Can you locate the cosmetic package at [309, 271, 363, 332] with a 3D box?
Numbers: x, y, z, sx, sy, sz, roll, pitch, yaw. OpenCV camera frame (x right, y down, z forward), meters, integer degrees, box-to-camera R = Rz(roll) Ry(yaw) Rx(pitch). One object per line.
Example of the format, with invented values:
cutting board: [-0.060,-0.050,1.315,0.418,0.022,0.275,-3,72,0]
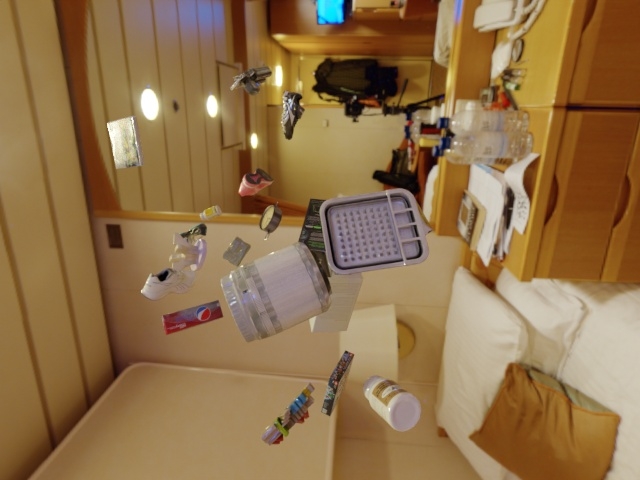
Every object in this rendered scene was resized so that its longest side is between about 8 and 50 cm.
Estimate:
cosmetic package: [0.079,0.337,2.376,0.162,0.230,0.453,-108,24,-50]

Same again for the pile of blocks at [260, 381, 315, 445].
pile of blocks: [-0.125,0.841,1.912,0.362,0.113,0.149,-39,-8,-35]

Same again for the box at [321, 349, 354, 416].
box: [0.071,0.588,1.653,0.159,0.044,0.233,-46,-27,-50]

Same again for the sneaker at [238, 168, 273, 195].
sneaker: [-0.399,-0.343,2.424,0.136,0.116,0.314,-48,-5,25]

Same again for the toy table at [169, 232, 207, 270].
toy table: [-0.784,0.080,2.361,0.274,0.160,0.252,-49,44,45]

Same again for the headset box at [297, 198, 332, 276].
headset box: [0.000,0.000,1.803,0.246,0.131,0.283,76,-156,-58]

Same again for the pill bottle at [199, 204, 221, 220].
pill bottle: [-0.648,-0.159,2.368,0.065,0.116,0.065,-21,-90,-85]

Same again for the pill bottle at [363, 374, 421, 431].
pill bottle: [0.252,0.583,1.472,0.229,0.131,0.131,-172,84,-70]

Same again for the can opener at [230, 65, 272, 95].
can opener: [-0.246,-0.585,1.479,0.093,0.074,0.280,50,-152,-17]

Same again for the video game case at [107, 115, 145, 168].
video game case: [-0.826,-0.412,1.705,0.023,0.183,0.201,-21,-72,-56]

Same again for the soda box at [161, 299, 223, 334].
soda box: [-0.599,0.360,1.883,0.083,0.263,0.092,-34,72,64]

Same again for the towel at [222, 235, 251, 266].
towel: [-0.463,0.061,2.217,0.148,0.110,0.027,-57,0,0]

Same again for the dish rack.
dish rack: [0.175,-0.024,1.364,0.072,0.332,0.286,88,173,-66]

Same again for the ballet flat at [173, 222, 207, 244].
ballet flat: [-0.841,-0.026,2.585,0.095,0.280,0.096,-6,-102,-59]

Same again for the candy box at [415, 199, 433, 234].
candy box: [0.331,-0.047,1.668,0.159,0.233,0.071,58,163,-6]

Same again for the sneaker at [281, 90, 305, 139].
sneaker: [-0.128,-0.600,1.920,0.078,0.106,0.234,2,-90,-74]

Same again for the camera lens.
camera lens: [-0.119,0.145,1.154,0.219,0.274,0.219,157,90,-81]

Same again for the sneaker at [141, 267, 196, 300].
sneaker: [-0.706,0.191,1.927,0.297,0.111,0.129,-21,-40,-60]

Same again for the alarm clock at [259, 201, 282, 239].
alarm clock: [-0.235,-0.082,1.886,0.129,0.064,0.192,-30,40,44]
